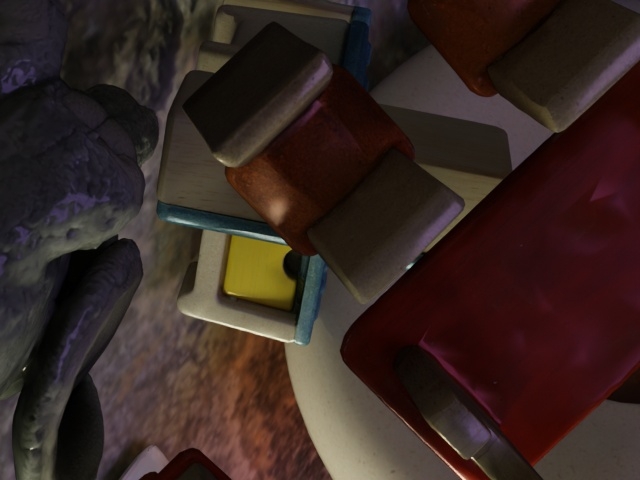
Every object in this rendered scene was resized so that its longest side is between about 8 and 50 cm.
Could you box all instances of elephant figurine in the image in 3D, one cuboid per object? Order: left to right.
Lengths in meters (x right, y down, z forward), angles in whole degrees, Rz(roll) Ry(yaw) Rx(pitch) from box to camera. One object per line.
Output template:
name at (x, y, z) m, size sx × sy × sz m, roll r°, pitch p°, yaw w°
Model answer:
elephant figurine at (-0.121, 0.013, 0.574) m, size 0.186 × 0.169 × 0.239 m, roll -30°, pitch 161°, yaw -7°

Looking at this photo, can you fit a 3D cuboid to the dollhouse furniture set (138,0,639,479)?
dollhouse furniture set at (0.046, 0.048, 0.551) m, size 0.259 × 0.135 × 0.262 m, roll -43°, pitch 109°, yaw 1°

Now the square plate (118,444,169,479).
square plate at (-0.126, 0.328, 0.892) m, size 0.344 × 0.049 × 0.347 m, roll -54°, pitch 150°, yaw -22°

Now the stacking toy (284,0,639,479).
stacking toy at (0.151, 0.101, 1.036) m, size 0.351 × 0.350 × 0.480 m, roll -57°, pitch 170°, yaw -19°

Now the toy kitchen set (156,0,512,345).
toy kitchen set at (0.000, 0.000, 0.698) m, size 0.207 × 0.122 × 0.166 m, roll -80°, pitch 180°, yaw -67°
